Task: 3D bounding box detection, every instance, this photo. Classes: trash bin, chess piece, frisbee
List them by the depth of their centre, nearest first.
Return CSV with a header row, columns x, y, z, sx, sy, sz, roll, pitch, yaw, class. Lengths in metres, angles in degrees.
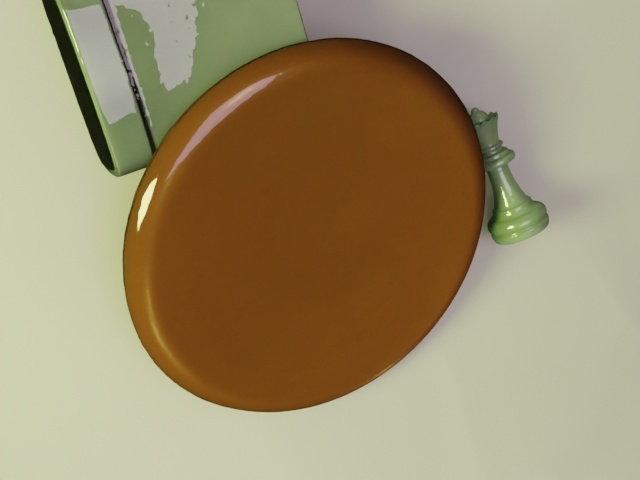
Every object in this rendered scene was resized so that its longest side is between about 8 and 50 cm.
x,y,z,sx,sy,sz,roll,pitch,yaw,class
-0.078,-0.112,0.616,0.130,0.059,0.116,-23,111,-18,trash bin
0.000,0.000,0.662,0.250,0.021,0.251,-13,121,-23,frisbee
0.121,-0.047,0.725,0.042,0.042,0.093,-27,104,-16,chess piece
